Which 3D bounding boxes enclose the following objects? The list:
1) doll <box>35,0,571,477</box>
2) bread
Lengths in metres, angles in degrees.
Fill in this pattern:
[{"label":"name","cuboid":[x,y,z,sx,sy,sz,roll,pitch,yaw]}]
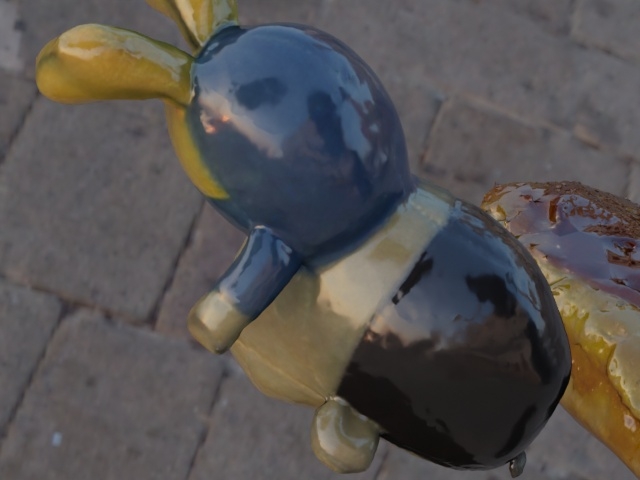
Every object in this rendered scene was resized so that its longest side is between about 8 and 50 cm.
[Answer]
[{"label":"doll","cuboid":[0.000,0.000,0.459,0.179,0.089,0.102,48,48,-15]},{"label":"bread","cuboid":[0.159,0.063,0.719,0.139,0.077,0.271,15,22,-33]}]
